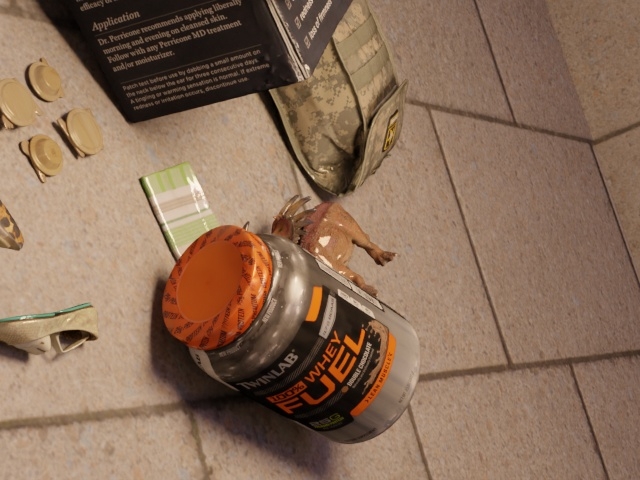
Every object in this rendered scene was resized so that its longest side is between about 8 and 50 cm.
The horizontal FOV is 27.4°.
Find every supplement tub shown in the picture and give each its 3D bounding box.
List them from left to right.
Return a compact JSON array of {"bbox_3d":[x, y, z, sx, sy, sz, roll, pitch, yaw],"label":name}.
[{"bbox_3d":[-0.036,0.124,1.754,0.338,0.207,0.207,34,44,-40],"label":"supplement tub"}]

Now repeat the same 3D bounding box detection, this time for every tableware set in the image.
[{"bbox_3d":[-0.344,-0.154,1.661,0.141,0.020,0.169,61,31,-12],"label":"tableware set"}]

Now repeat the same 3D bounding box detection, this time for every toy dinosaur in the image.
[{"bbox_3d":[0.000,0.000,1.979,0.200,0.127,0.296,52,28,-9],"label":"toy dinosaur"}]

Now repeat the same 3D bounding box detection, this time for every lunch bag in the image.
[{"bbox_3d":[0.039,-0.235,2.149,0.287,0.168,0.235,66,27,-15],"label":"lunch bag"}]

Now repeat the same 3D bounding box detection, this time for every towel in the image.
[{"bbox_3d":[-0.181,-0.031,1.816,0.113,0.023,0.152,-27,92,-59],"label":"towel"}]

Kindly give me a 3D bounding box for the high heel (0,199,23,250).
[{"bbox_3d":[-0.406,-0.119,1.467,0.261,0.093,0.186,41,45,-21],"label":"high heel"}]

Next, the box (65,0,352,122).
[{"bbox_3d":[-0.167,-0.499,1.815,0.472,0.297,0.480,66,28,-28],"label":"box"}]

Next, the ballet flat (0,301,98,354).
[{"bbox_3d":[-0.310,0.106,1.506,0.168,0.057,0.052,-9,87,-57],"label":"ballet flat"}]
